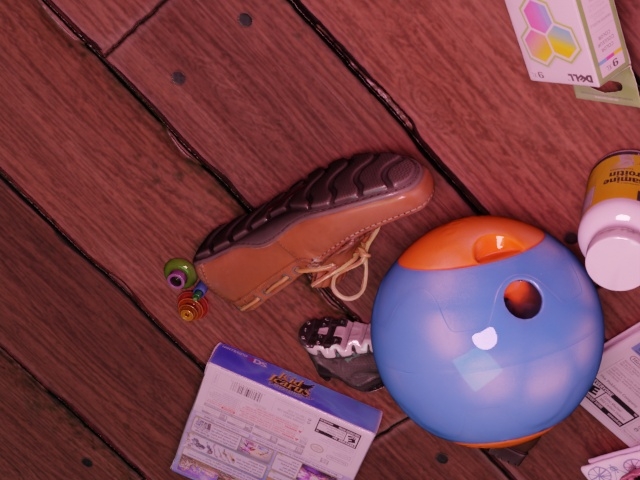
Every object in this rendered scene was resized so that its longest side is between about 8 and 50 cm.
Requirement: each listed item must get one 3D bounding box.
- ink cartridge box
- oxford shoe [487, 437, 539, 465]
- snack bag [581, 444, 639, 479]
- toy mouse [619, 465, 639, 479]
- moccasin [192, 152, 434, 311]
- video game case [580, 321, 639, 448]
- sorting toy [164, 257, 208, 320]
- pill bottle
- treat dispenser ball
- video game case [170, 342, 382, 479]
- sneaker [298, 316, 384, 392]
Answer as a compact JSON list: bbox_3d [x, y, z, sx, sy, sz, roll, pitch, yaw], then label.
[{"bbox_3d":[0.281,-0.233,1.449,0.109,0.062,0.209,17,136,53],"label":"ink cartridge box"},{"bbox_3d":[0.221,0.227,1.783,0.227,0.083,0.096,27,113,-30],"label":"oxford shoe"},{"bbox_3d":[0.579,0.385,1.758,0.323,0.037,0.342,-24,114,36],"label":"snack bag"},{"bbox_3d":[0.436,0.346,1.749,0.143,0.031,0.161,14,129,16],"label":"toy mouse"},{"bbox_3d":[-0.001,0.002,1.680,0.380,0.139,0.147,-29,111,32],"label":"moccasin"},{"bbox_3d":[0.532,0.218,1.695,0.329,0.036,0.300,41,132,-10],"label":"video game case"},{"bbox_3d":[-0.193,0.077,1.853,0.061,0.042,0.102,-12,118,25],"label":"sorting toy"},{"bbox_3d":[0.359,-0.022,1.517,0.103,0.184,0.103,9,125,12],"label":"pill bottle"},{"bbox_3d":[0.206,0.113,1.593,0.288,0.288,0.288,9,125,13],"label":"treat dispenser ball"},{"bbox_3d":[-0.071,0.306,1.953,0.269,0.061,0.244,23,125,2],"label":"video game case"},{"bbox_3d":[0.089,0.165,1.803,0.234,0.078,0.106,2,129,18],"label":"sneaker"}]
